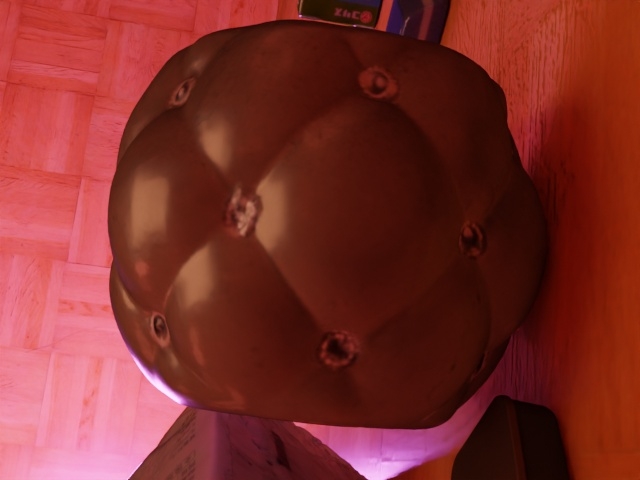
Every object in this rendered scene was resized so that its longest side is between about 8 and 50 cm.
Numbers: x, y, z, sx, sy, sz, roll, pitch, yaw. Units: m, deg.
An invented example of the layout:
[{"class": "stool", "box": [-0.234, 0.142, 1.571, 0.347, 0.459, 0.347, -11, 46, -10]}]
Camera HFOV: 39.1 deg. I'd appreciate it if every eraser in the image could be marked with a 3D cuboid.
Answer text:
[{"class": "eraser", "box": [0.067, -0.130, 0.834, 0.082, 0.036, 0.225, -97, 17, -58]}]

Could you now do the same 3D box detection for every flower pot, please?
[{"class": "flower pot", "box": [0.000, 0.000, 0.502, 0.246, 0.246, 0.195, 141, 137, -77]}]

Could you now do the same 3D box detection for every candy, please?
[{"class": "candy", "box": [0.035, -0.351, 1.047, 0.062, 0.097, 0.195, -100, 20, -60]}]

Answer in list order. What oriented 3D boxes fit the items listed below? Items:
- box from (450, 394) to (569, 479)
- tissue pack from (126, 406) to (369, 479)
[{"class": "box", "box": [0.093, 0.146, 0.432, 0.091, 0.031, 0.126, 107, 168, -46]}, {"class": "tissue pack", "box": [-0.123, 0.345, 0.630, 0.405, 0.205, 0.332, -49, 17, 7]}]
